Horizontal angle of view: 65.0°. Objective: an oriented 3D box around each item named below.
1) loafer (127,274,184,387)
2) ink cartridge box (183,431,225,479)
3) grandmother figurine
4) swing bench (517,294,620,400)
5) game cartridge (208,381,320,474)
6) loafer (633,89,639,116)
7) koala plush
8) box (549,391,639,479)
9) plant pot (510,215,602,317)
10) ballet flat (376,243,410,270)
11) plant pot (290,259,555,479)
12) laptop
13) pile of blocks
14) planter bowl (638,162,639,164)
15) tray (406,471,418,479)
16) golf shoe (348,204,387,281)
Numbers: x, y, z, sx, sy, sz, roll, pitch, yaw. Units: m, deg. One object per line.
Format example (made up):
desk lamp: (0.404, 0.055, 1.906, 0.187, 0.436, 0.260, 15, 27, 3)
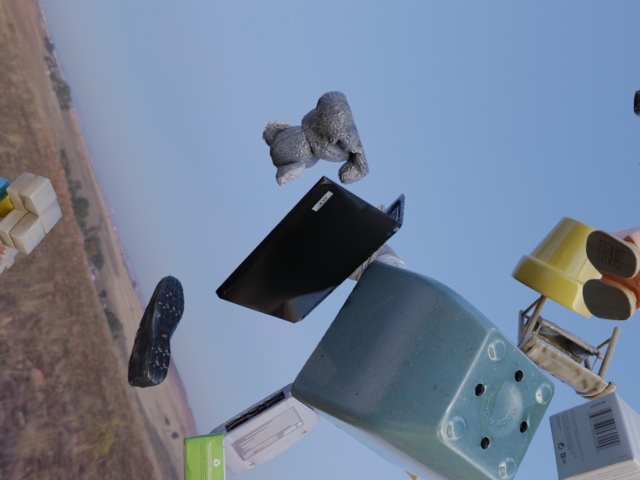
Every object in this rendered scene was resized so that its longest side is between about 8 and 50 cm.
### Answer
loafer: (-0.319, 0.170, 0.964, 0.076, 0.078, 0.223, 45, 39, -45)
ink cartridge box: (-0.278, 0.604, 1.211, 0.189, 0.096, 0.255, 123, -38, -65)
grandmother figurine: (0.510, -0.008, 0.660, 0.104, 0.342, 0.208, -127, -153, -54)
swing bench: (0.720, 0.318, 1.500, 0.253, 0.255, 0.165, 33, -44, 9)
game cartridge: (-0.152, 0.541, 1.436, 0.060, 0.294, 0.196, 47, -18, 56)
loafer: (0.682, -0.268, 1.008, 0.061, 0.170, 0.062, 6, -79, 43)
koala plush: (-0.023, -0.230, 1.175, 0.203, 0.221, 0.196, 58, 15, -66)
box: (0.367, 0.273, 0.646, 0.087, 0.101, 0.102, 40, -55, -13)
plant pot: (0.752, 0.069, 1.522, 0.239, 0.254, 0.254, -62, -145, 8)
ballet flat: (0.150, 0.115, 1.079, 0.106, 0.107, 0.316, -48, -153, 48)
plant pot: (0.160, 0.200, 0.701, 0.247, 0.248, 0.252, 41, -17, -22)
laptop: (0.000, 0.000, 0.770, 0.136, 0.234, 0.264, 43, 22, -6)
pile of blocks: (-0.548, -0.010, 0.799, 0.362, 0.113, 0.149, -24, -57, 40)
planter bowl: (0.722, -0.126, 0.933, 0.217, 0.217, 0.090, 52, -56, 42)
tray: (0.356, 0.485, 1.457, 0.203, 0.411, 0.076, 47, 10, -1)
golf shoe: (0.085, 0.000, 0.994, 0.085, 0.176, 0.069, 6, -33, 24)
